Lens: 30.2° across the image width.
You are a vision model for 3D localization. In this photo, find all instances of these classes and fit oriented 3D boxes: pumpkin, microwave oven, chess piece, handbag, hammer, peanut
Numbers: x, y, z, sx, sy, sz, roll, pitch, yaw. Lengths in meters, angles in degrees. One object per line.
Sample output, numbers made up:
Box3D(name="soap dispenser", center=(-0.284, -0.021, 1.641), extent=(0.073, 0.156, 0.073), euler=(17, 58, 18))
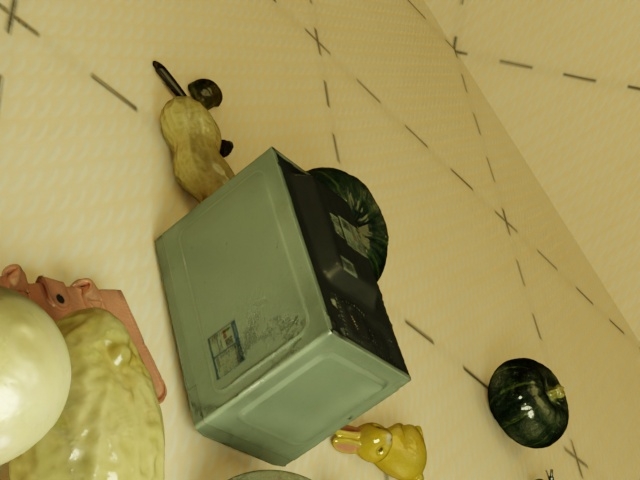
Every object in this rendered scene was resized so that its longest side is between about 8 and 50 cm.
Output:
Box3D(name="pumpkin", center=(-0.173, -0.232, 1.840), extent=(0.050, 0.028, 0.083), euler=(54, 19, -1))
Box3D(name="pumpkin", center=(0.003, 0.000, 1.724), extent=(0.211, 0.152, 0.212), euler=(8, 73, -28))
Box3D(name="microwave oven", center=(-0.046, 0.083, 1.423), extent=(0.181, 0.237, 0.295), euler=(34, 27, -43))
Box3D(name="chess piece", center=(-0.289, 0.137, 0.793), extent=(0.167, 0.299, 0.167), euler=(44, 27, -29))
Box3D(name="handbag", center=(-0.259, 0.107, 1.192), extent=(0.212, 0.059, 0.157), euler=(13, 49, -57))
Box3D(name="hammer", center=(-0.193, -0.196, 1.762), extent=(0.178, 0.021, 0.065), euler=(53, 24, -7))
Box3D(name="peanut", center=(-0.167, -0.117, 1.639), extent=(0.082, 0.082, 0.187), euler=(20, 42, -54))
Box3D(name="pumpkin", center=(0.371, 0.285, 2.104), extent=(0.167, 0.125, 0.167), euler=(28, 26, -15))
Box3D(name="peanut", center=(-0.203, 0.213, 1.021), extent=(0.152, 0.152, 0.313), euler=(14, 65, -58))

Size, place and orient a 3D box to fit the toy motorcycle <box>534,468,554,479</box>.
Box3D(name="toy motorcycle", center=(0.416, 0.476, 2.034), extent=(0.173, 0.058, 0.100), euler=(57, 16, -2))

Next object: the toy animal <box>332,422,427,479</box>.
Box3D(name="toy animal", center=(0.080, 0.283, 1.621), extent=(0.159, 0.070, 0.083), euler=(26, 39, -42))

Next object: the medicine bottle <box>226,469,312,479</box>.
Box3D(name="medicine bottle", center=(-0.051, 0.384, 1.123), extent=(0.151, 0.151, 0.322), euler=(43, 27, -29))
